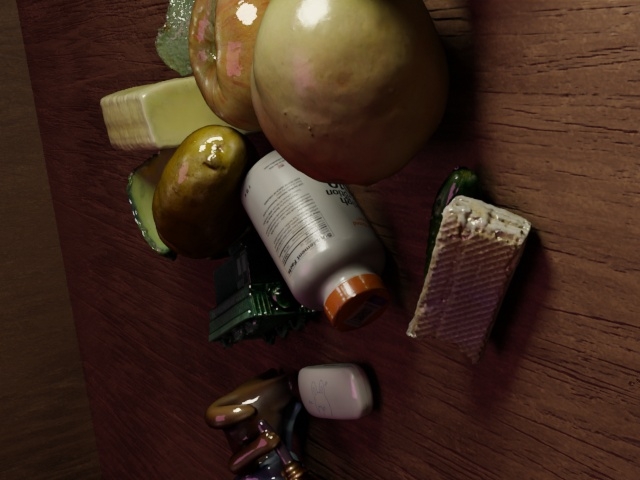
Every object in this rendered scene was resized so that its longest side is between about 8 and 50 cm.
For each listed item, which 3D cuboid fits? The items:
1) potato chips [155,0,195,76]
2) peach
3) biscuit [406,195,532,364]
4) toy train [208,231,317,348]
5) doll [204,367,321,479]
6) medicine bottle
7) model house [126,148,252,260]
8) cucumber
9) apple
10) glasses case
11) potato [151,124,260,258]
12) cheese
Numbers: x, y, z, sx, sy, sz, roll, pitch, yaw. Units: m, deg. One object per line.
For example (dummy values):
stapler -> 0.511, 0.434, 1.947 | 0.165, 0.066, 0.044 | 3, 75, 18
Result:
potato chips -> -0.203, -0.380, 2.013 | 0.167, 0.059, 0.228 | 37, 113, 25
peach -> 0.029, -0.212, 1.480 | 0.292, 0.247, 0.292 | -21, 66, 60
biscuit -> 0.185, 0.051, 1.453 | 0.108, 0.062, 0.239 | 21, 133, 10
toy train -> -0.114, 0.095, 2.081 | 0.330, 0.138, 0.178 | 147, 118, -66
doll -> -0.074, 0.406, 2.098 | 0.318, 0.209, 0.340 | 23, -127, -81
medicine bottle -> 0.000, 0.000, 1.753 | 0.289, 0.157, 0.157 | 59, 149, 33
model house -> -0.245, -0.059, 2.207 | 0.194, 0.170, 0.211 | 57, -171, 23
cucumber -> 0.172, 0.000, 1.505 | 0.069, 0.069, 0.227 | 52, 147, 42
apple -> -0.091, -0.299, 1.753 | 0.261, 0.193, 0.261 | 30, 125, 56
glasses case -> 0.023, 0.255, 1.943 | 0.233, 0.059, 0.092 | -12, 90, 64
potato -> -0.184, -0.082, 1.896 | 0.369, 0.195, 0.177 | 111, 150, -73
cheese -> -0.235, -0.228, 2.027 | 0.265, 0.242, 0.124 | 7, 111, 64
